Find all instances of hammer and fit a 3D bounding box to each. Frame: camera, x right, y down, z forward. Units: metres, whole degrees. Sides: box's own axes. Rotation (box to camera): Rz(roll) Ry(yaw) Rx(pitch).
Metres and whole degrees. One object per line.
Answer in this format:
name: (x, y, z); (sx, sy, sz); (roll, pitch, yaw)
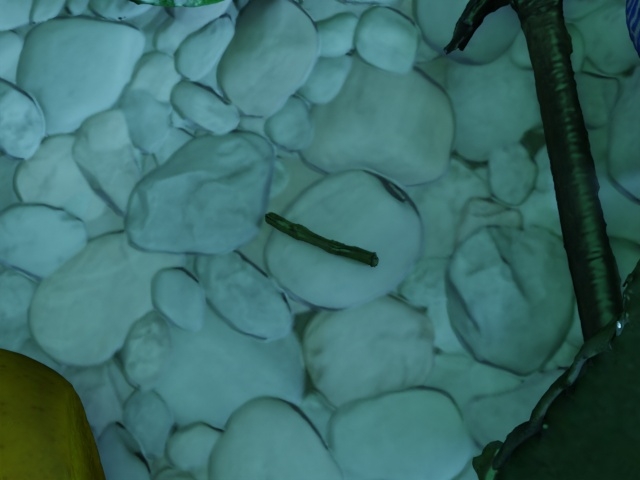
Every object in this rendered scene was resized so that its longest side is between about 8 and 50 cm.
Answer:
hammer: (0.155, -0.042, 0.829); (0.125, 0.027, 0.297); (-18, 73, 27)

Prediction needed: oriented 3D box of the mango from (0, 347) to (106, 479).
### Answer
mango: (-0.208, 0.210, 0.806); (0.191, 0.160, 0.290); (-21, 79, 3)

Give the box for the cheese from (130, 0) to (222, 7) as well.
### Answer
cheese: (-0.120, -0.263, 0.954); (0.320, 0.083, 0.203); (15, 80, 22)

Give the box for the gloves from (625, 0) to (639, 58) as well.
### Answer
gloves: (0.228, -0.154, 0.809); (0.119, 0.097, 0.229); (17, 74, -21)

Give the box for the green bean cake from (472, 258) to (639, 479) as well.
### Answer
green bean cake: (0.195, 0.117, 0.594); (0.222, 0.125, 0.227); (41, 124, 24)

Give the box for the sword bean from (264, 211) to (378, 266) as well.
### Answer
sword bean: (0.000, 0.000, 0.880); (0.083, 0.012, 0.012); (22, 81, 20)
